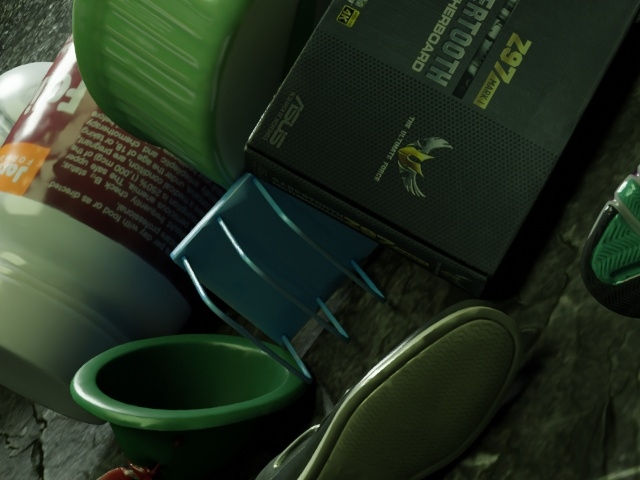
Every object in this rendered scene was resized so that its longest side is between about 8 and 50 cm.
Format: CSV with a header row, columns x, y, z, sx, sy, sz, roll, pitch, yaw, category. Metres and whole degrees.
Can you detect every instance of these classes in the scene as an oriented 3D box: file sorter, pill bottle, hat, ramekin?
x,y,z,sx,sy,sz,roll,pitch,yaw,category
0.000,0.000,1.170,0.170,0.118,0.104,-48,27,4,file sorter
-0.181,-0.048,1.468,0.224,0.224,0.392,-10,49,60,pill bottle
-0.103,0.183,1.232,0.208,0.173,0.183,15,113,44,hat
-0.024,-0.175,1.244,0.148,0.303,0.303,38,93,34,ramekin

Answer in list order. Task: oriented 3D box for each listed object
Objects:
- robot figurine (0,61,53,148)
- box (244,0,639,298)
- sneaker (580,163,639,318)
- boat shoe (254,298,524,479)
x,y,z,sx,sy,sz,roll,pitch,yaw,category
-0.334,-0.055,1.821,0.353,0.200,0.300,-51,50,9,robot figurine
0.084,-0.105,1.078,0.232,0.183,0.059,-59,-6,-12,box
0.234,-0.047,0.866,0.224,0.083,0.098,-44,0,19,sneaker
0.031,0.117,0.994,0.233,0.084,0.079,-50,23,19,boat shoe
